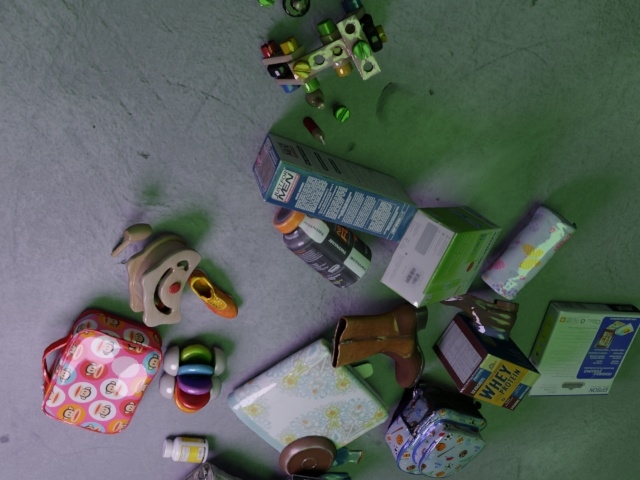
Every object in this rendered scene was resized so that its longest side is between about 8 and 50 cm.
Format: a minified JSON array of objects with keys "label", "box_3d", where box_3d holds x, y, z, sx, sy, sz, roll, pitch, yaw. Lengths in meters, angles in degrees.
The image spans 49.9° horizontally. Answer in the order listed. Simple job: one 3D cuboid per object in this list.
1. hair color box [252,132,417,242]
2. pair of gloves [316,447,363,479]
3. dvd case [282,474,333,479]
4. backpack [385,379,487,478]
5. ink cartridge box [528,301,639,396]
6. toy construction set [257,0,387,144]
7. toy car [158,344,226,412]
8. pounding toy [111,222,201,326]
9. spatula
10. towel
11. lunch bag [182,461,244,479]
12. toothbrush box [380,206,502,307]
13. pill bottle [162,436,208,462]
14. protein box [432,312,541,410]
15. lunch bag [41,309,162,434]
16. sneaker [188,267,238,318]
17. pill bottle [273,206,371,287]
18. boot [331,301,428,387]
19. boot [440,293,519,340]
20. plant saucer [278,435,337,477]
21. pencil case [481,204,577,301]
[{"label":"hair color box","box_3d":[0.031,-0.119,1.573,0.347,0.174,0.105,17,113,-23]},{"label":"pair of gloves","box_3d":[0.037,0.705,2.100,0.159,0.023,0.198,10,113,-20]},{"label":"dvd case","box_3d":[-0.034,0.724,2.000,0.179,0.029,0.238,13,149,-15]},{"label":"backpack","box_3d":[0.333,0.575,2.019,0.277,0.213,0.263,25,119,-29]},{"label":"ink cartridge box","box_3d":[0.793,0.334,2.094,0.304,0.072,0.307,4,118,-19]},{"label":"toy construction set","box_3d":[0.016,-0.347,1.411,0.258,0.237,0.308,-7,119,-12]},{"label":"toy car","box_3d":[-0.323,0.357,1.747,0.159,0.136,0.182,7,115,-18]},{"label":"pounding toy","box_3d":[-0.384,0.058,1.612,0.154,0.155,0.269,-24,136,-36]},{"label":"spatula","box_3d":[0.018,0.352,1.910,0.242,0.019,0.168,-19,121,-5]},{"label":"towel","box_3d":[-0.024,0.457,1.904,0.321,0.090,0.374,-35,124,9]},{"label":"lunch bag","box_3d":[-0.277,0.779,1.916,0.305,0.212,0.256,39,95,-27]},{"label":"toothbrush box","box_3d":[0.300,0.033,1.684,0.283,0.122,0.206,-5,126,-56]},{"label":"pill bottle","box_3d":[-0.372,0.575,1.891,0.116,0.065,0.065,12,113,-21]},{"label":"protein box","box_3d":[0.460,0.337,1.920,0.200,0.201,0.136,23,109,-25]},{"label":"lunch bag","box_3d":[-0.549,0.320,1.673,0.258,0.120,0.293,24,109,-25]},{"label":"sneaker","box_3d":[-0.267,0.143,1.691,0.064,0.067,0.175,-40,122,5]},{"label":"pill bottle","box_3d":[0.000,0.000,1.653,0.130,0.130,0.246,-45,120,10]},{"label":"boot","box_3d":[0.157,0.302,1.824,0.280,0.096,0.264,-10,121,-35]},{"label":"boot","box_3d":[0.418,0.203,1.855,0.219,0.082,0.106,8,85,14]},{"label":"plant saucer","box_3d":[-0.033,0.620,1.937,0.169,0.029,0.168,-6,123,-9]},{"label":"pencil case","box_3d":[0.553,0.033,1.838,0.113,0.124,0.273,37,103,-2]}]
